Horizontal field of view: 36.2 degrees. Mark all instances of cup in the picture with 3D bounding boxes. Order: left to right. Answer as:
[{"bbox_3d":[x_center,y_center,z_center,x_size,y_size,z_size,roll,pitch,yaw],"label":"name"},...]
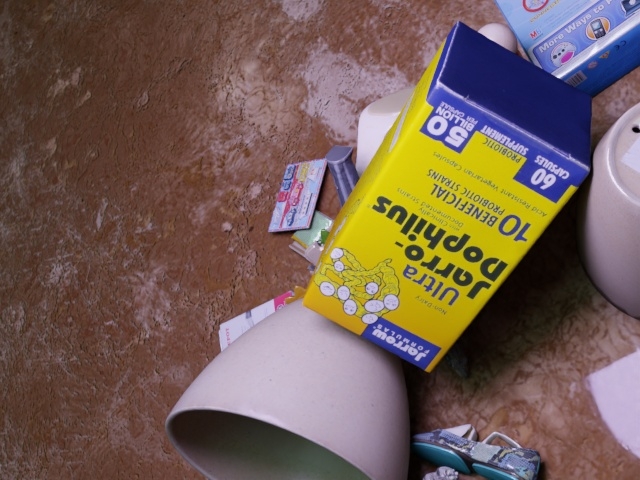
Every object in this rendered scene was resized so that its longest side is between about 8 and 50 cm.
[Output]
[{"bbox_3d":[-0.011,0.220,1.340,0.331,0.331,0.237,-3,47,37],"label":"cup"}]

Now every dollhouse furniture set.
[{"bbox_3d":[0.000,0.000,1.552,0.152,0.058,0.076,33,94,41],"label":"dollhouse furniture set"}]

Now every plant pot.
[{"bbox_3d":[0.395,-0.050,1.089,0.256,0.274,0.256,-6,73,21],"label":"plant pot"}]

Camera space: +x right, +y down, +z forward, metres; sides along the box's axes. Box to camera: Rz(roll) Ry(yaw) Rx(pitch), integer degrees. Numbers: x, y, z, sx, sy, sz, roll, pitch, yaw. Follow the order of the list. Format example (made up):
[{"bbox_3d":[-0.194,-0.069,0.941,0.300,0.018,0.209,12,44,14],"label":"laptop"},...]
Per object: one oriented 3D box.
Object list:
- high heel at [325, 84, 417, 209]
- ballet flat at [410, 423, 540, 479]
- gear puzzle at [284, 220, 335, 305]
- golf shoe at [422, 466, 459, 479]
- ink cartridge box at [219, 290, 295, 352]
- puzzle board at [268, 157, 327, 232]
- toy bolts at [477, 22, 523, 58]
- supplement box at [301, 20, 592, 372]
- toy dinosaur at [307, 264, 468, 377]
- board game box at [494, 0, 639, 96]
[{"bbox_3d":[0.116,-0.118,1.516,0.093,0.186,0.261,20,51,42],"label":"high heel"},{"bbox_3d":[0.206,0.278,1.290,0.188,0.070,0.070,13,80,38],"label":"ballet flat"},{"bbox_3d":[0.083,0.024,1.444,0.339,0.175,0.044,-45,7,14],"label":"gear puzzle"},{"bbox_3d":[0.180,0.386,1.272,0.176,0.069,0.086,65,143,30],"label":"golf shoe"},{"bbox_3d":[-0.080,0.162,1.546,0.150,0.063,0.109,-27,58,28],"label":"ink cartridge box"},{"bbox_3d":[-0.039,-0.076,1.625,0.096,0.011,0.128,-6,62,46],"label":"puzzle board"},{"bbox_3d":[0.236,-0.158,1.299,0.228,0.158,0.218,39,64,19],"label":"toy bolts"},{"bbox_3d":[0.151,-0.047,1.203,0.356,0.194,0.195,-59,4,36],"label":"supplement box"},{"bbox_3d":[0.107,0.087,1.372,0.268,0.118,0.064,33,105,-2],"label":"toy dinosaur"},{"bbox_3d":[0.400,-0.392,1.382,0.308,0.086,0.302,-35,54,22],"label":"board game box"}]
